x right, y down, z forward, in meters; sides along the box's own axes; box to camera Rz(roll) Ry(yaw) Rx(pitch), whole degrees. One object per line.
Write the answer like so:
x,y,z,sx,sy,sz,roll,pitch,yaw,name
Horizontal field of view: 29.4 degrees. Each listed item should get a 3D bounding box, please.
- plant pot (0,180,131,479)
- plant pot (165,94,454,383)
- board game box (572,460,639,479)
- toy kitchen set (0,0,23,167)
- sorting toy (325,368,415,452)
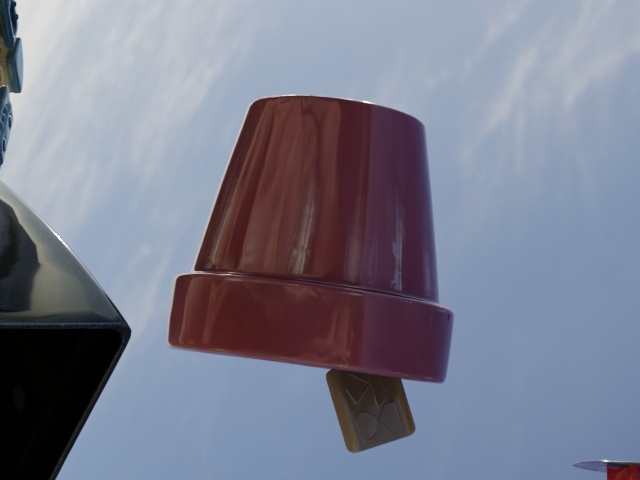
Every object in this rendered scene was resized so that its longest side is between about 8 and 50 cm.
-0.237,0.048,0.639,0.187,0.188,0.167,-58,-136,32,plant pot
0.000,0.000,0.857,0.201,0.201,0.180,-3,-101,60,plant pot
0.329,0.236,1.179,0.169,0.133,0.033,-3,-106,24,board game box
-0.290,-0.190,1.080,0.166,0.122,0.207,-94,-176,-48,toy kitchen set
0.029,0.097,0.823,0.012,0.062,0.083,-27,-103,46,sorting toy
